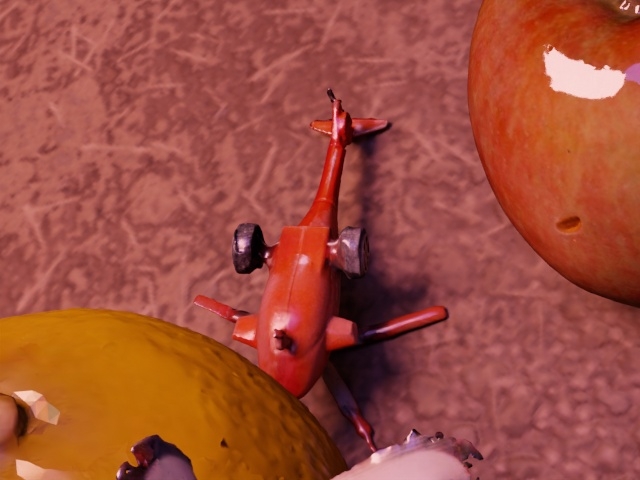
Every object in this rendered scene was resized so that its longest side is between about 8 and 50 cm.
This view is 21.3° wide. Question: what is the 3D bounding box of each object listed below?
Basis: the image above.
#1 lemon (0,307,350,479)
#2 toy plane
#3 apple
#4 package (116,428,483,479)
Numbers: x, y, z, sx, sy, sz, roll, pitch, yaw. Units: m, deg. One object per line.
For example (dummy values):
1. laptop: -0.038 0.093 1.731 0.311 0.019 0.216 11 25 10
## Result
1. lemon: -0.099 0.141 0.714 0.240 0.219 0.240 -12 50 15
2. toy plane: 0.008 0.001 0.859 0.126 0.077 0.194 19 58 23
3. apple: 0.159 -0.067 0.768 0.188 0.174 0.188 -11 57 18
4. package: -0.024 0.192 0.603 0.194 0.269 0.071 4 23 -11
